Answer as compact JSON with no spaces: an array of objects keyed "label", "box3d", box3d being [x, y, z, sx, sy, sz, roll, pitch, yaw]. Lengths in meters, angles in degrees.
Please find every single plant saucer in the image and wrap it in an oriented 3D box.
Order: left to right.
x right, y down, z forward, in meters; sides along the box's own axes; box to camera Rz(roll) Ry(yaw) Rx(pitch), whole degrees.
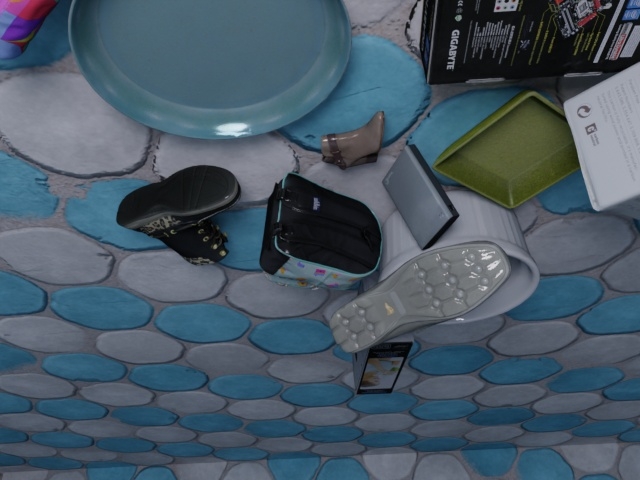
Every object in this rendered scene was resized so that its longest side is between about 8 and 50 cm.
[{"label":"plant saucer","box3d":[-0.123,-0.233,0.705,0.318,0.043,0.317,-6,152,-3]},{"label":"plant saucer","box3d":[0.292,-0.138,0.888,0.188,0.045,0.188,21,141,-30]}]

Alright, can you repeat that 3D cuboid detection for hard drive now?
[{"label":"hard drive","box3d":[0.150,-0.066,0.918,0.022,0.135,0.094,-14,154,-29]}]

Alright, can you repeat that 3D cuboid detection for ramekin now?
[{"label":"ramekin","box3d":[0.233,0.032,1.066,0.278,0.135,0.277,-1,147,-1]}]

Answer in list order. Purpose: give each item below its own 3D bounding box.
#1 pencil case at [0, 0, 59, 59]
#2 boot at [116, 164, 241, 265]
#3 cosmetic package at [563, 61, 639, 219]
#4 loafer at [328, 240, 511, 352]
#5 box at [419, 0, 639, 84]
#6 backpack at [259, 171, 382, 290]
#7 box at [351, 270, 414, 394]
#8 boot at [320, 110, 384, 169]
[{"label":"pencil case","box3d":[-0.293,-0.282,0.604,0.236,0.104,0.104,-28,138,36]},{"label":"boot","box3d":[-0.195,-0.035,0.999,0.237,0.085,0.178,-12,148,27]},{"label":"cosmetic package","box3d":[0.508,-0.157,0.659,0.217,0.156,0.385,6,158,-41]},{"label":"loafer","box3d":[0.153,0.084,0.942,0.320,0.112,0.111,-28,174,33]},{"label":"box","box3d":[0.241,-0.306,0.603,0.257,0.079,0.322,-5,146,2]},{"label":"backpack","box3d":[0.000,0.000,0.980,0.189,0.165,0.144,12,146,-14]},{"label":"box","box3d":[0.124,0.206,1.301,0.087,0.169,0.289,-1,145,-5]},{"label":"boot","box3d":[0.044,-0.145,0.874,0.087,0.042,0.118,3,146,-2]}]
